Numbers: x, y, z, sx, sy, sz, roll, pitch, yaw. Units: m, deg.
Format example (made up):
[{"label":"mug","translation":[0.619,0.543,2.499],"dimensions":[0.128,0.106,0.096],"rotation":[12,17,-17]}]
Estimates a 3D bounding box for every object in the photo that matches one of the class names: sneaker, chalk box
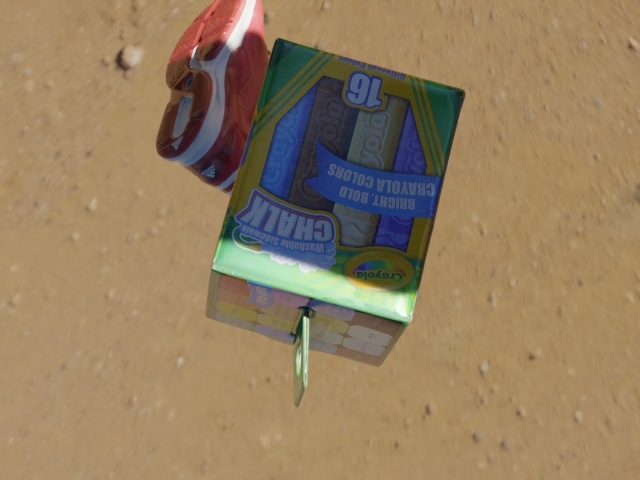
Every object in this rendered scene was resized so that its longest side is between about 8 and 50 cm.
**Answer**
[{"label":"sneaker","translation":[-0.063,-0.113,1.319],"dimensions":[0.087,0.221,0.128],"rotation":[-26,125,37]},{"label":"chalk box","translation":[0.000,0.000,1.028],"dimensions":[0.132,0.132,0.213],"rotation":[17,71,-2]}]
